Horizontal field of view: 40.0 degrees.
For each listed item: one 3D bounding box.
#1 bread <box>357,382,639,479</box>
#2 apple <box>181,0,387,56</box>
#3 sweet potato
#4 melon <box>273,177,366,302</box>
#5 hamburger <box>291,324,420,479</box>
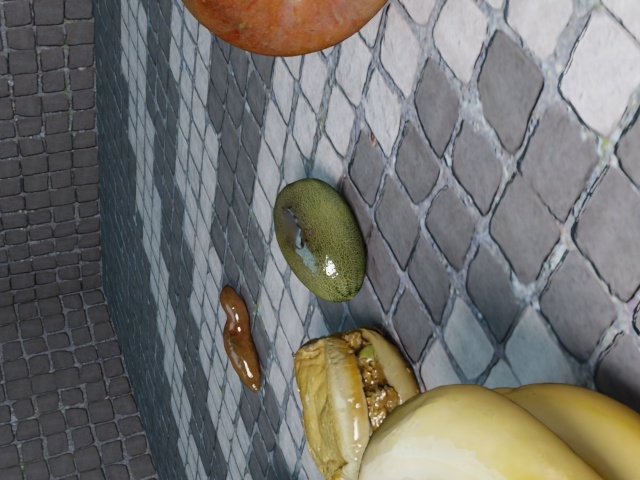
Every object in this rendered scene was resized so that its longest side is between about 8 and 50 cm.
[{"bbox_3d":[0.121,0.304,0.565,0.329,0.245,0.424,-26,60,48],"label":"bread"},{"bbox_3d":[-0.037,-0.304,0.816,0.253,0.253,0.253,169,90,-69],"label":"apple"},{"bbox_3d":[-0.146,0.175,1.569,0.055,0.058,0.202,80,175,-81],"label":"sweet potato"},{"bbox_3d":[0.000,0.000,1.053,0.162,0.099,0.099,67,156,20],"label":"melon"},{"bbox_3d":[0.040,0.202,1.034,0.214,0.108,0.214,170,90,-68],"label":"hamburger"}]
